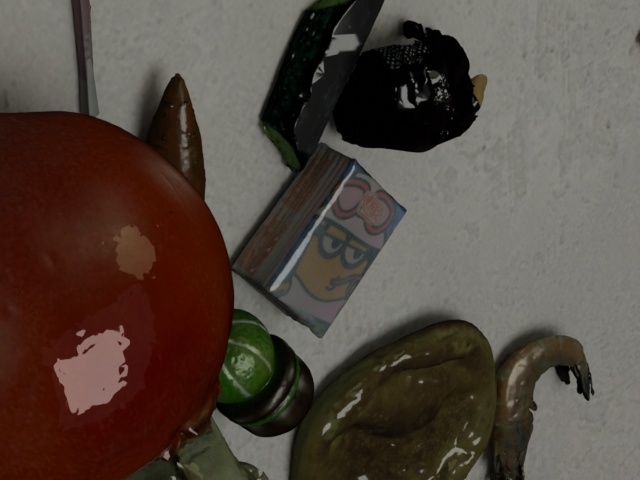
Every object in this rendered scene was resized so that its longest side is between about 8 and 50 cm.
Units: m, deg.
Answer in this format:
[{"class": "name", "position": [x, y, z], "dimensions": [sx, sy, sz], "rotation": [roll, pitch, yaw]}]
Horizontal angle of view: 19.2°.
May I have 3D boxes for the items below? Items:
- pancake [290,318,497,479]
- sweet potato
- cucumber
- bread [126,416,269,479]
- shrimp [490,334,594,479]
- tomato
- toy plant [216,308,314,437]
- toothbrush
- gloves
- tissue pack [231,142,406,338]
[{"class": "pancake", "position": [0.090, 0.215, 2.057], "dimensions": [0.294, 0.049, 0.294], "rotation": [-25, 130, -35]}, {"class": "sweet potato", "position": [-0.130, -0.027, 1.688], "dimensions": [0.057, 0.057, 0.264], "rotation": [-22, 128, -37]}, {"class": "cucumber", "position": [0.003, -0.168, 1.756], "dimensions": [0.070, 0.046, 0.220], "rotation": [18, 97, -42]}, {"class": "bread", "position": [-0.152, 0.259, 1.690], "dimensions": [0.250, 0.225, 0.279], "rotation": [-43, 151, -16]}, {"class": "shrimp", "position": [0.253, 0.205, 2.224], "dimensions": [0.152, 0.046, 0.219], "rotation": [-16, 122, -36]}, {"class": "tomato", "position": [-0.224, 0.052, 1.465], "dimensions": [0.321, 0.321, 0.321], "rotation": [-24, 127, -36]}, {"class": "toy plant", "position": [-0.073, 0.122, 1.802], "dimensions": [0.093, 0.093, 0.162], "rotation": [-53, 140, -9]}, {"class": "toothbrush", "position": [-0.198, -0.190, 1.555], "dimensions": [0.017, 0.014, 0.194], "rotation": [-28, 130, -34]}, {"class": "gloves", "position": [0.108, -0.141, 1.829], "dimensions": [0.180, 0.106, 0.129], "rotation": [-11, 117, -38]}, {"class": "tissue pack", "position": [0.000, 0.000, 1.829], "dimensions": [0.155, 0.065, 0.115], "rotation": [-56, 141, -7]}]
